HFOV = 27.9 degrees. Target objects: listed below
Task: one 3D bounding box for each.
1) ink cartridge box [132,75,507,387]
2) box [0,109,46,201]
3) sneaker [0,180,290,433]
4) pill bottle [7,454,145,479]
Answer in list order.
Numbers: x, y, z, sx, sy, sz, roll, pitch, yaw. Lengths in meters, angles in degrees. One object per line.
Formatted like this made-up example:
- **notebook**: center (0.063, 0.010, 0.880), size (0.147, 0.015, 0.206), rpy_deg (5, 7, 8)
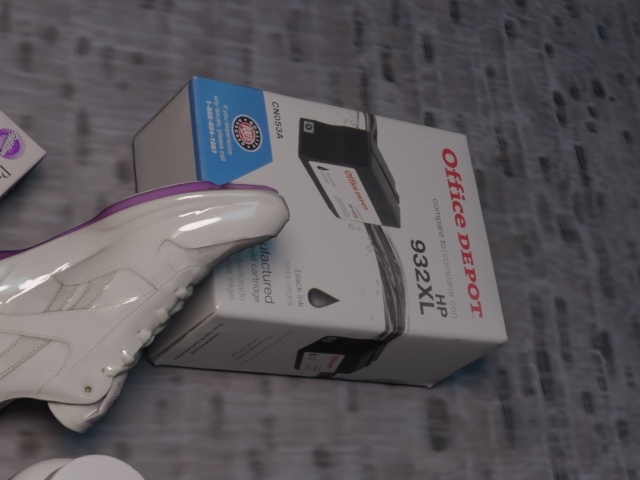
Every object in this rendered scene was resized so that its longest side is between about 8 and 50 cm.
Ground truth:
- **ink cartridge box**: center (0.000, 0.000, 1.167), size (0.307, 0.129, 0.223), rpy_deg (8, 61, -33)
- **box**: center (-0.333, 0.015, 0.960), size (0.067, 0.063, 0.324), rpy_deg (45, 48, -8)
- **sneaker**: center (-0.156, 0.053, 0.977), size (0.305, 0.114, 0.152), rpy_deg (-23, 87, 2)
- **pill bottle**: center (-0.187, 0.210, 0.873), size (0.108, 0.193, 0.108), rpy_deg (17, 57, -28)
